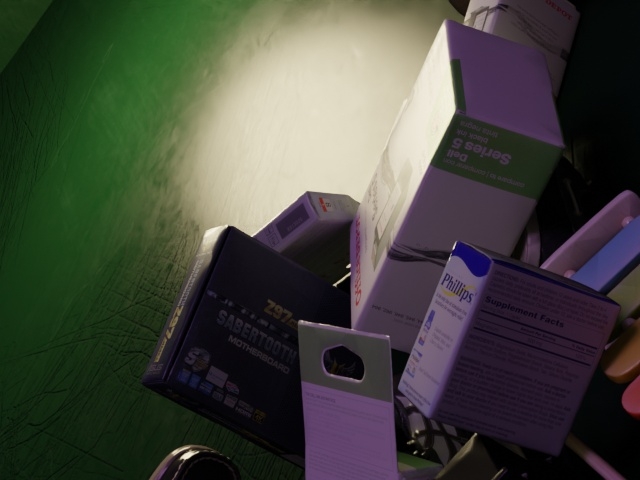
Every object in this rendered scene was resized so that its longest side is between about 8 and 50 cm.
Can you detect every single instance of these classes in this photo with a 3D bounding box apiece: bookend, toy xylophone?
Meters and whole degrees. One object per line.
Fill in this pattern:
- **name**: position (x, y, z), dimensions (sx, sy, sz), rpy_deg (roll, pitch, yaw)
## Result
- **bookend**: position (0.160, 0.201, 1.248), dimensions (0.072, 0.156, 0.157), rpy_deg (-50, 28, 14)
- **toy xylophone**: position (0.283, 0.090, 1.209), dimensions (0.236, 0.081, 0.323), rpy_deg (-47, 29, -7)

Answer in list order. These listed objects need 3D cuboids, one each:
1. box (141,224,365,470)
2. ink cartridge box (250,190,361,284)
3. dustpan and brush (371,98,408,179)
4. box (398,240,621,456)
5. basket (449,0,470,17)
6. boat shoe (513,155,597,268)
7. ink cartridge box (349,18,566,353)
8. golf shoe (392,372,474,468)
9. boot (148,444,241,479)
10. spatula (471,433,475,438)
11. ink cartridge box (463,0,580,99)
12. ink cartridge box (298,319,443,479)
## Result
- **box**: position (-0.051, 0.117, 1.579), dimensions (0.059, 0.233, 0.183), rpy_deg (-12, 51, 56)
- **ink cartridge box**: position (0.000, 0.000, 1.681), dimensions (0.145, 0.179, 0.045), rpy_deg (-38, 69, 32)
- **dustpan and brush**: position (0.135, -0.077, 1.685), dimensions (0.147, 0.060, 0.211), rpy_deg (-68, 22, 3)
- **box**: position (0.151, 0.087, 1.208), dimensions (0.137, 0.126, 0.072), rpy_deg (-68, 22, 7)
- **basket**: position (0.257, -0.362, 1.674), dimensions (0.227, 0.154, 0.204), rpy_deg (-4, 74, 51)
- **boat shoe**: position (0.231, -0.039, 1.480), dimensions (0.233, 0.079, 0.084), rpy_deg (-84, -1, -46)
- **ink cartridge box**: position (0.126, -0.046, 1.478), dimensions (0.198, 0.115, 0.272), rpy_deg (-89, 19, -57)
- **golf shoe**: position (0.117, 0.185, 1.384), dimensions (0.094, 0.077, 0.198), rpy_deg (-29, 51, -19)
- **boot**: position (-0.107, 0.380, 1.469), dimensions (0.284, 0.138, 0.377), rpy_deg (-21, 48, 59)
- **spatula**: position (0.159, 0.163, 1.438), dimensions (0.168, 0.019, 0.242), rpy_deg (15, 78, 59)
- **ink cartridge box**: position (0.209, -0.207, 1.629), dimensions (0.063, 0.109, 0.150), rpy_deg (-20, 46, 53)
- **ink cartridge box**: position (0.043, 0.194, 1.356), dimensions (0.171, 0.056, 0.235), rpy_deg (4, 95, 60)
